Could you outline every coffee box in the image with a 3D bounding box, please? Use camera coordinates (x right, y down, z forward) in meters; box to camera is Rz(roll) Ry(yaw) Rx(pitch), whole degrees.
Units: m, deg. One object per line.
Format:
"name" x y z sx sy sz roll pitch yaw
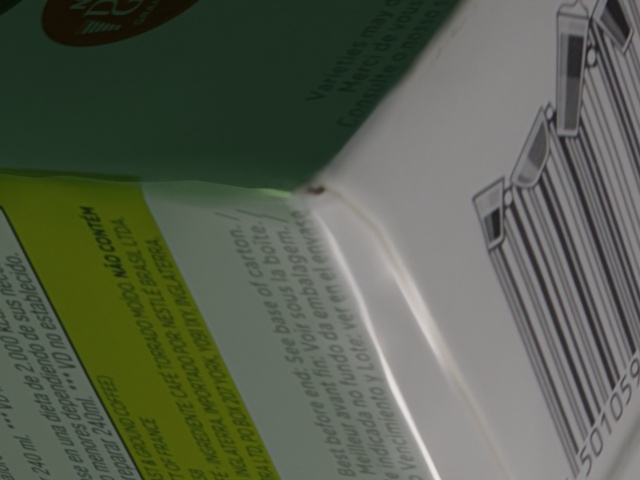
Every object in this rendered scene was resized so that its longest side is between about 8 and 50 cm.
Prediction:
"coffee box" 0.000 0.000 0.656 0.334 0.337 0.338 5 133 36
